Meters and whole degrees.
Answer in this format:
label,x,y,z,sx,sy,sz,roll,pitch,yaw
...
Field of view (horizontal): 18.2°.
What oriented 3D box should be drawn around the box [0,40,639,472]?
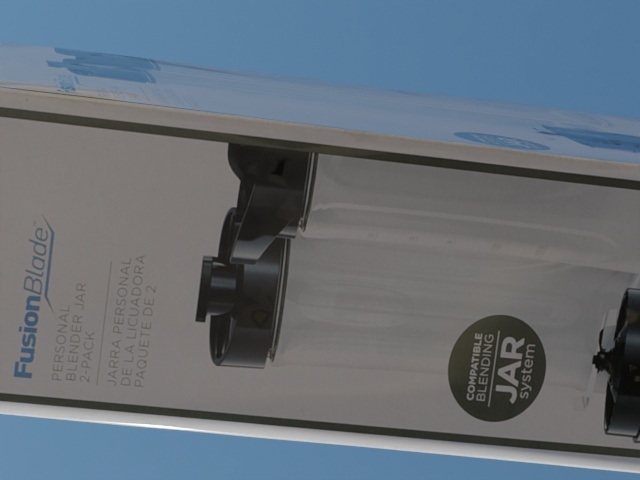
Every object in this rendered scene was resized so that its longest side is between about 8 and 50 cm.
label,x,y,z,sx,sy,sz,roll,pitch,yaw
box,0.000,0.000,0.605,0.169,0.290,0.087,-129,-134,-77
